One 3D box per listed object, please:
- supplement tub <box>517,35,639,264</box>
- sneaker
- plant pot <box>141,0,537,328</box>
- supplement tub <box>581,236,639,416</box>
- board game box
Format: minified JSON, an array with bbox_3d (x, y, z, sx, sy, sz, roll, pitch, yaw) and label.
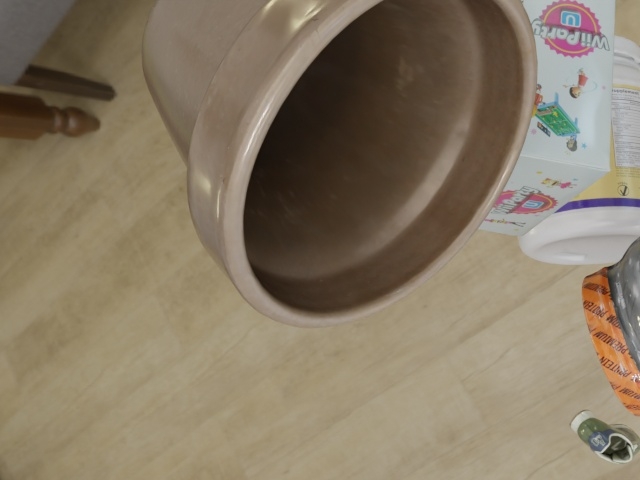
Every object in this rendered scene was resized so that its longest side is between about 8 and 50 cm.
[{"bbox_3d":[0.440,-0.143,1.397,0.241,0.241,0.331,-10,71,31],"label":"supplement tub"},{"bbox_3d":[0.525,0.367,1.501,0.064,0.192,0.086,-53,35,12],"label":"sneaker"},{"bbox_3d":[-0.014,-0.104,0.619,0.229,0.263,0.263,40,112,40],"label":"plant pot"},{"bbox_3d":[0.423,0.051,0.787,0.316,0.193,0.194,-23,80,29],"label":"supplement tub"},{"bbox_3d":[0.213,-0.182,0.882,0.097,0.224,0.303,9,74,-5],"label":"board game box"}]
